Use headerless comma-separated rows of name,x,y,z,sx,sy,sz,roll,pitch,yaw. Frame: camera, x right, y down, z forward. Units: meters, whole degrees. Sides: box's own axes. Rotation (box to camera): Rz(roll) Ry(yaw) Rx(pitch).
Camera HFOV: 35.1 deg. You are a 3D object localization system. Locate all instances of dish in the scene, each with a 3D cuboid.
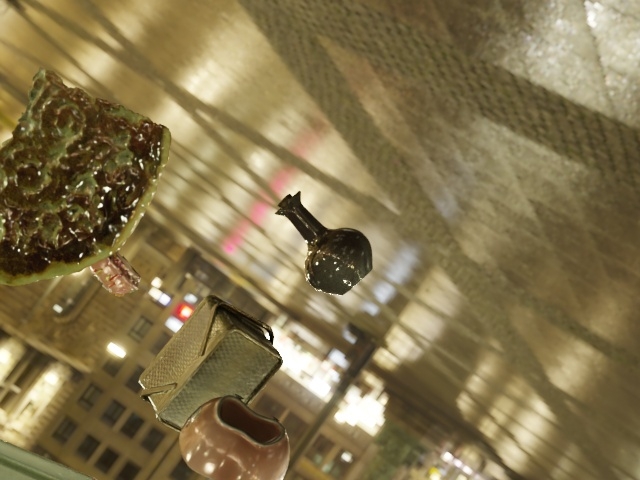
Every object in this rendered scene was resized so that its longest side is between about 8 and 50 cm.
dish,-0.143,0.352,1.809,0.213,0.090,0.213,23,-157,-10

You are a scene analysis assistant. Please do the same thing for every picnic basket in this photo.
picnic basket,-0.216,0.257,2.011,0.165,0.266,0.139,37,-175,-35

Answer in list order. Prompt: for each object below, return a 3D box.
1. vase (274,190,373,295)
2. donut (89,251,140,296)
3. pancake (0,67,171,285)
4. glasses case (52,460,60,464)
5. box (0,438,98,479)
vase,0.000,0.000,1.639,0.183,0.120,0.120,48,173,-2
donut,-0.403,0.040,1.902,0.166,0.065,0.117,53,176,-11
pancake,-0.454,-0.085,1.736,0.305,0.426,0.067,40,-170,8
glasses case,-0.664,0.668,2.200,0.157,0.425,0.098,12,-163,-36
box,-0.516,0.486,1.860,0.312,0.175,0.182,17,167,17
